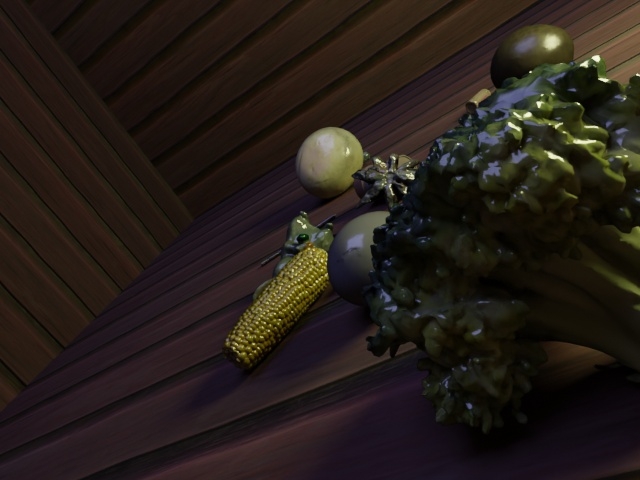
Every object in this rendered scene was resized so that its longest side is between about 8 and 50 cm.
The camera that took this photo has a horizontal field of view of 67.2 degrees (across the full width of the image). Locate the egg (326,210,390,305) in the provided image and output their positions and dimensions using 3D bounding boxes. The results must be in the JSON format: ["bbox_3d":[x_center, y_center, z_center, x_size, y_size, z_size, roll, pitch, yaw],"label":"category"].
[{"bbox_3d":[0.093,0.026,0.823,0.146,0.147,0.198,-16,19,48],"label":"egg"}]

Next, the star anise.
[{"bbox_3d":[0.165,-0.134,1.137,0.181,0.204,0.061,-60,-24,-7],"label":"star anise"}]

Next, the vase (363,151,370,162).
[{"bbox_3d":[0.089,-0.265,1.784,0.211,0.060,0.060,-30,17,13],"label":"vase"}]

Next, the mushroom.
[{"bbox_3d":[0.036,-0.258,1.653,0.245,0.202,0.246,-11,67,27],"label":"mushroom"}]

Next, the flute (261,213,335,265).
[{"bbox_3d":[-0.068,0.000,1.438,0.269,0.014,0.014,-33,17,5],"label":"flute"}]

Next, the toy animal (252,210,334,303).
[{"bbox_3d":[-0.057,0.064,1.113,0.125,0.127,0.251,2,53,45],"label":"toy animal"}]

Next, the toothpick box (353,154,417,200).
[{"bbox_3d":[0.171,-0.159,1.268,0.098,0.099,0.148,-45,21,-32],"label":"toothpick box"}]

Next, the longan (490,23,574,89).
[{"bbox_3d":[0.532,-0.444,1.214,0.198,0.198,0.212,-34,22,3],"label":"longan"}]

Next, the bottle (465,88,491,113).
[{"bbox_3d":[0.493,-0.436,1.502,0.096,0.045,0.045,-44,19,-30],"label":"bottle"}]

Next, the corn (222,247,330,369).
[{"bbox_3d":[-0.075,0.126,0.966,0.310,0.101,0.101,-49,21,-28],"label":"corn"}]

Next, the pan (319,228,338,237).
[{"bbox_3d":[0.000,0.000,1.280,0.235,0.028,0.136,-20,23,41],"label":"pan"}]

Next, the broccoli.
[{"bbox_3d":[0.219,0.006,0.478,0.293,0.281,0.348,-23,-33,-45],"label":"broccoli"}]
